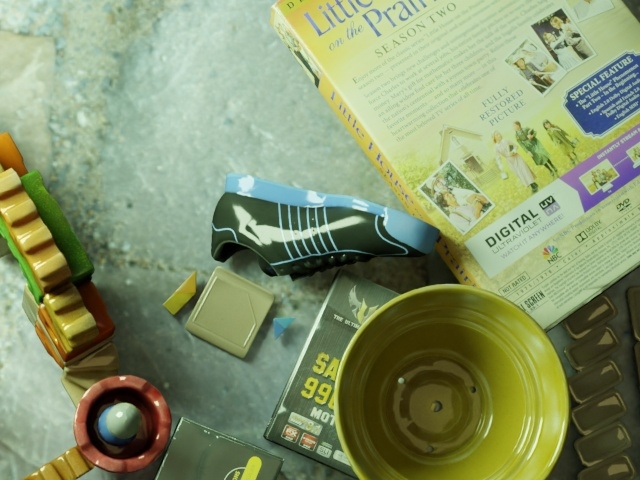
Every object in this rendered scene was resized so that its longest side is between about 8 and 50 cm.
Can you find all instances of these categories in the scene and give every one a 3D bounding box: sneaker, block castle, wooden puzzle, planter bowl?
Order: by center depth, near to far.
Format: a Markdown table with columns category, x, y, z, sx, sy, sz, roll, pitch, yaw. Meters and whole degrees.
| category | x | y | z | sx | sy | sz | roll | pitch | yaw |
| --- | --- | --- | --- | --- | --- | --- | --- | --- | --- |
| block castle | -0.357 | 0.063 | 1.193 | 0.303 | 0.213 | 0.453 | -30 | 85 | -20 |
| planter bowl | 0.115 | 0.153 | 1.259 | 0.217 | 0.090 | 0.217 | 1 | 82 | -6 |
| sneaker | 0.000 | 0.000 | 1.306 | 0.232 | 0.081 | 0.090 | 12 | 85 | 26 |
| wooden puzzle | -0.091 | 0.071 | 1.347 | 0.116 | 0.014 | 0.078 | 34 | 84 | 0 |

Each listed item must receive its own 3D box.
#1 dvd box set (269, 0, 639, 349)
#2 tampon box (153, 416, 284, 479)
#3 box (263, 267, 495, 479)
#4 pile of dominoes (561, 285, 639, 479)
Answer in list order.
| category | x | y | z | sx | sy | sz | roll | pitch | yaw |
| --- | --- | --- | --- | --- | --- | --- | --- | --- | --- |
| dvd box set | 0.191 | -0.140 | 1.357 | 0.307 | 0.062 | 0.420 | -34 | 81 | -13 |
| tampon box | -0.105 | 0.236 | 1.245 | 0.101 | 0.161 | 0.120 | 23 | 81 | -2 |
| box | 0.084 | 0.157 | 1.330 | 0.231 | 0.056 | 0.183 | 25 | 80 | -2 |
| pile of dominoes | 0.342 | 0.169 | 1.377 | 0.196 | 0.040 | 0.251 | -3 | 74 | -6 |
